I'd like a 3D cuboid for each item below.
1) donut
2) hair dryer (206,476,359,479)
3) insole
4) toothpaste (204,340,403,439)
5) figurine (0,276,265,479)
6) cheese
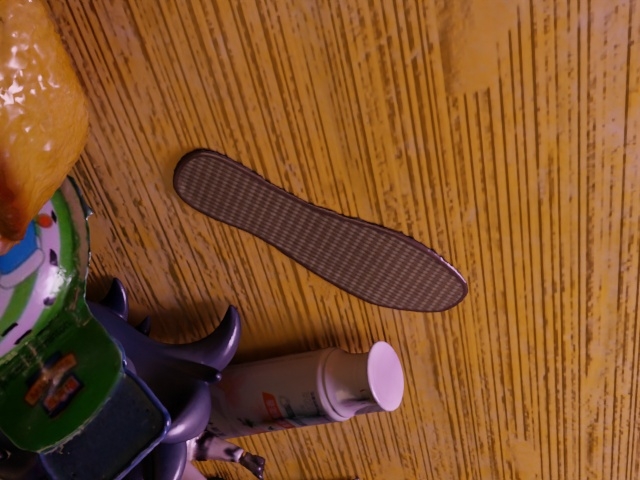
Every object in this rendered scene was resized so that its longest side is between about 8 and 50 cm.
[{"bbox_3d":[-0.246,-0.106,0.509,0.253,0.118,0.253,33,158,16],"label":"donut"},{"bbox_3d":[-0.041,0.286,0.933,0.197,0.057,0.100,-23,124,21],"label":"hair dryer"},{"bbox_3d":[0.000,0.000,0.676,0.253,0.005,0.086,25,133,-10],"label":"insole"},{"bbox_3d":[-0.076,0.149,0.801,0.323,0.066,0.100,-16,121,32],"label":"toothpaste"},{"bbox_3d":[-0.185,0.138,0.732,0.264,0.175,0.197,-5,103,18],"label":"figurine"},{"bbox_3d":[-0.236,0.046,0.630,0.320,0.204,0.083,46,180,18],"label":"cheese"}]
